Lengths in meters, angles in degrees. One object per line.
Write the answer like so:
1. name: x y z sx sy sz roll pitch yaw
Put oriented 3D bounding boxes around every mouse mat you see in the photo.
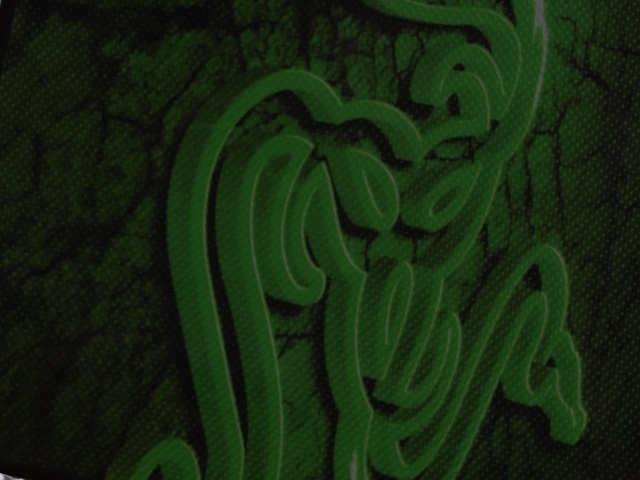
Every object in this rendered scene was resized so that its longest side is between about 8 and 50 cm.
1. mouse mat: 0.012 -0.036 0.390 0.153 0.189 0.007 11 -3 -3
